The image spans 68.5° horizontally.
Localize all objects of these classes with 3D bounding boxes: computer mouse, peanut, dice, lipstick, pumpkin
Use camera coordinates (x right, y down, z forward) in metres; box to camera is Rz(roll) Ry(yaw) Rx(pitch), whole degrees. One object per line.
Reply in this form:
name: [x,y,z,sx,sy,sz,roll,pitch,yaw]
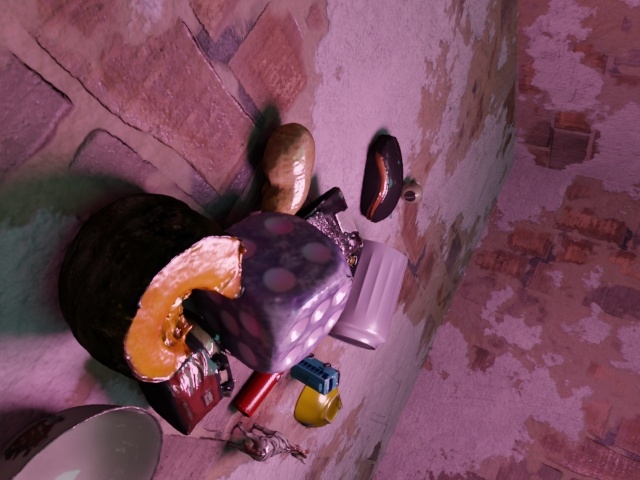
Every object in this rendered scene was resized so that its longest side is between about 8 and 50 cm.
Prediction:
computer mouse: [0.234,-0.213,1.679,0.183,0.116,0.323,-33,134,-54]
peanut: [-0.088,-0.163,1.160,0.137,0.122,0.253,-18,128,-41]
dice: [-0.107,0.117,1.089,0.270,0.271,0.270,-35,151,-38]
lipstick: [-0.158,0.412,1.450,0.279,0.073,0.073,-51,146,-28]
pumpkin: [-0.302,0.073,0.831,0.303,0.226,0.256,-55,150,-26]

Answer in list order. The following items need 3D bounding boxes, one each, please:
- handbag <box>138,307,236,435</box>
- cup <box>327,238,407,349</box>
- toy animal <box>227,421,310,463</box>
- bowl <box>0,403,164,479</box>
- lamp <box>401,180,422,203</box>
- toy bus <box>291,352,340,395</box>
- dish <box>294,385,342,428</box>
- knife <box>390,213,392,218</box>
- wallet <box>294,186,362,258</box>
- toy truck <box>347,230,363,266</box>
handbag: [-0.289,0.289,1.040,0.181,0.181,0.254,-43,144,-36]
cup: [0.133,0.195,1.640,0.323,0.237,0.326,134,-24,-72]
toy animal: [-0.166,0.635,1.482,0.255,0.170,0.089,22,83,-44]
bowl: [-0.466,0.419,0.841,0.337,0.158,0.337,-38,139,-43]
lamp: [0.394,-0.215,1.989,0.163,0.091,0.090,-50,149,-58]
toy bus: [-0.019,0.462,1.623,0.092,0.160,0.079,-30,132,-47]
dish: [0.012,0.645,1.845,0.221,0.108,0.262,-50,145,-29]
knife: [0.289,-0.121,1.937,0.014,0.005,0.091,-52,146,-32]
wallet: [0.000,0.000,1.356,0.262,0.071,0.220,-40,121,-25]
toy truck: [0.024,0.071,1.499,0.127,0.127,0.256,18,92,-46]
